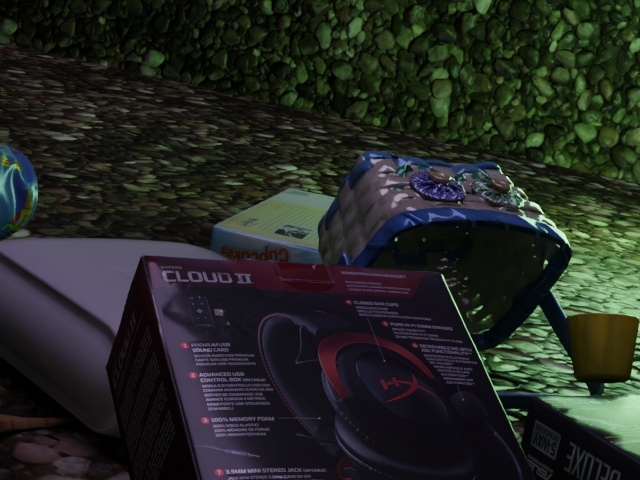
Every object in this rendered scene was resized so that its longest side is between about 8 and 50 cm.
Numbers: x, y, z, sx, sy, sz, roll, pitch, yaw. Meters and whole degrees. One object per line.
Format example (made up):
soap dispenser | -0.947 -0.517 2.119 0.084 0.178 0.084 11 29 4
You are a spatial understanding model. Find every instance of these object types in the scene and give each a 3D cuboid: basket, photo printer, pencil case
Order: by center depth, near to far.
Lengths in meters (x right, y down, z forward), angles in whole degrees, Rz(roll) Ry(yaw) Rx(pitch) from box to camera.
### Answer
photo printer | -0.130 0.084 1.261 0.256 0.107 0.307 2 15 -37
basket | 0.126 0.051 1.454 0.254 0.201 0.289 3 50 -31
pencil case | -0.431 -0.064 1.559 0.119 0.133 0.306 -3 -7 24

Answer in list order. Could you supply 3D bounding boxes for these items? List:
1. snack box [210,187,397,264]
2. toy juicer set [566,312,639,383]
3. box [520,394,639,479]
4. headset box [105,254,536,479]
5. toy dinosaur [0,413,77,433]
snack box | 0.000 0.000 1.838 0.187 0.060 0.322 12 13 13
toy juicer set | 0.413 0.100 1.410 0.329 0.090 0.209 12 -15 -36
box | 0.355 0.199 1.192 0.307 0.077 0.242 2 15 -30
headset box | 0.000 0.129 0.900 0.218 0.110 0.293 3 41 -24
toy dinosaur | -0.260 0.142 1.075 0.112 0.064 0.211 41 7 -4
